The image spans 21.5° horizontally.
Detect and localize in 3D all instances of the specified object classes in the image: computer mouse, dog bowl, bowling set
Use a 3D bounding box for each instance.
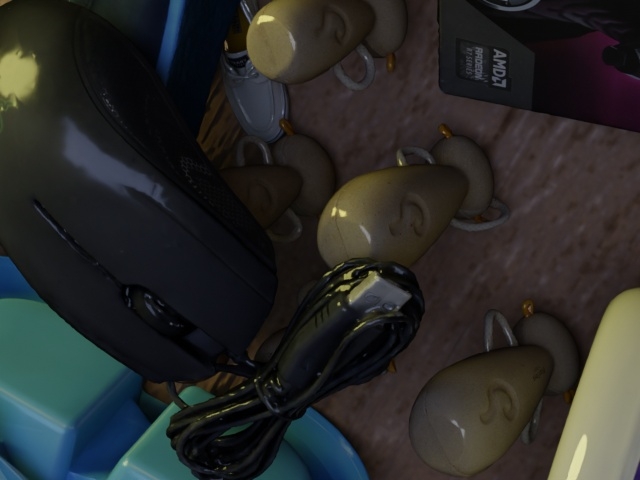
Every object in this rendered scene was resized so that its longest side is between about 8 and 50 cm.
[{"bbox_3d":[-0.094,-0.004,0.848,0.272,0.072,0.188,49,125,2],"label":"computer mouse"},{"bbox_3d":[-0.117,0.118,0.971,0.297,0.166,0.074,29,119,7],"label":"dog bowl"},{"bbox_3d":[0.000,0.000,0.945,0.200,0.154,0.287,-17,97,35],"label":"bowling set"}]

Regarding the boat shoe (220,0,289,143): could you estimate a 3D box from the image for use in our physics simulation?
[{"bbox_3d":[-0.044,-0.104,0.974,0.035,0.035,0.100,-10,97,15],"label":"boat shoe"}]

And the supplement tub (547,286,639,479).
[{"bbox_3d":[0.269,0.181,0.839,0.331,0.241,0.241,18,104,11],"label":"supplement tub"}]

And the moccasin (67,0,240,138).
[{"bbox_3d":[-0.109,-0.149,0.900,0.117,0.138,0.342,22,105,11],"label":"moccasin"}]

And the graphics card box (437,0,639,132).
[{"bbox_3d":[0.241,-0.135,0.801,0.371,0.233,0.094,14,60,12],"label":"graphics card box"}]
